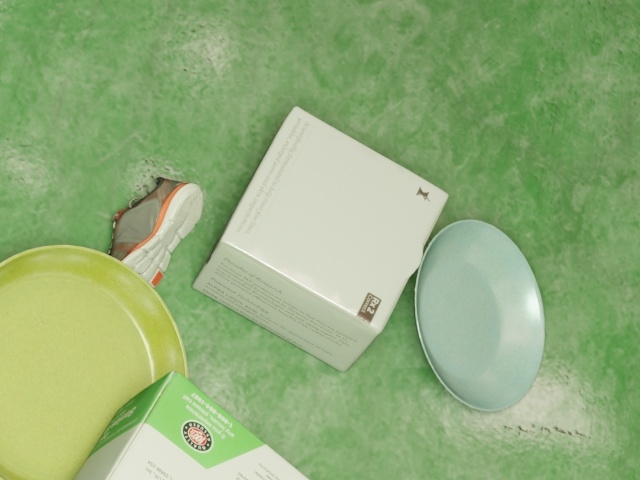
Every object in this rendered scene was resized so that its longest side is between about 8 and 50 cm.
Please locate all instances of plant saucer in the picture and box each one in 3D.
[{"bbox_3d":[-0.236,0.125,1.762,0.241,0.037,0.241,8,75,-32],"label":"plant saucer"},{"bbox_3d":[0.150,0.077,1.927,0.195,0.037,0.195,13,71,-41],"label":"plant saucer"}]

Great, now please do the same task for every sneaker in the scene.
[{"bbox_3d":[-0.180,0.002,1.871,0.065,0.061,0.158,24,62,29],"label":"sneaker"}]

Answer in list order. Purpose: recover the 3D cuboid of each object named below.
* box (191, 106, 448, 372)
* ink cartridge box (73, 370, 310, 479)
[{"bbox_3d":[0.000,0.000,1.889,0.182,0.119,0.181,30,59,-4],"label":"box"},{"bbox_3d":[-0.138,0.294,1.653,0.211,0.121,0.289,42,49,-13],"label":"ink cartridge box"}]
